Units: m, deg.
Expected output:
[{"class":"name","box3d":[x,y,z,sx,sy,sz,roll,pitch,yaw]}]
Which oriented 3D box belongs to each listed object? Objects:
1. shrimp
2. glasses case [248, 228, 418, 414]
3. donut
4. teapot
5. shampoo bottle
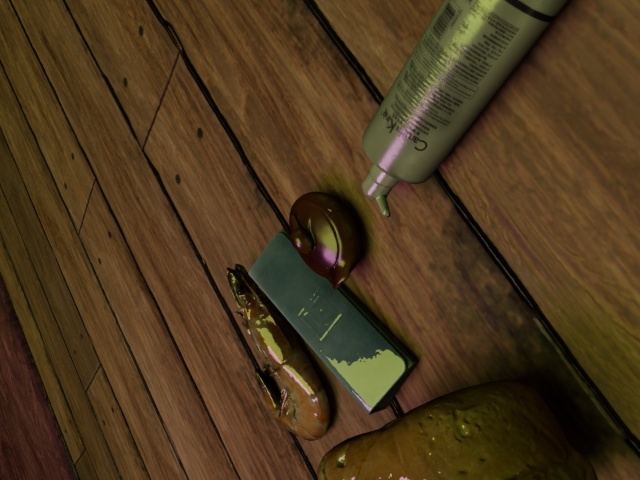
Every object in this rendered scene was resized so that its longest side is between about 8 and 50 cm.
[{"class":"shrimp","box3d":[-0.083,0.183,0.804,0.296,0.058,0.169,59,138,12]},{"class":"glasses case","box3d":[0.003,0.106,0.684,0.266,0.056,0.105,44,131,28]},{"class":"donut","box3d":[0.119,0.230,0.492,0.261,0.208,0.128,-37,61,32]},{"class":"teapot","box3d":[0.000,0.000,0.639,0.098,0.078,0.129,-45,69,44]},{"class":"shampoo bottle","box3d":[0.111,-0.137,0.478,0.085,0.085,0.262,53,134,22]}]
